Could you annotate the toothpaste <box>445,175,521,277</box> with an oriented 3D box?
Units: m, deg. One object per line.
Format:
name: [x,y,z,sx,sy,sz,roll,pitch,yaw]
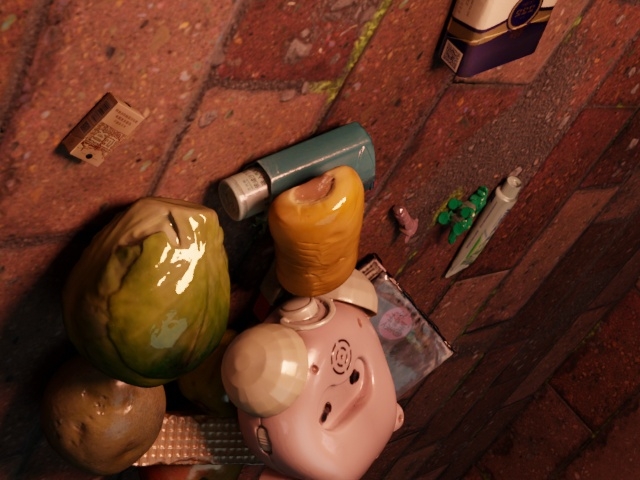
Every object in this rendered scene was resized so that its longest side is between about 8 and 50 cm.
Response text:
toothpaste: [0.341,-0.023,2.014,0.075,0.048,0.297,-23,153,-35]

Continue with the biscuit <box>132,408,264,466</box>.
biscuit: [-0.238,0.332,1.632,0.379,0.054,0.094,6,88,-27]

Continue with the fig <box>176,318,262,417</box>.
fig: [-0.147,0.209,1.631,0.186,0.142,0.148,-50,138,-11]

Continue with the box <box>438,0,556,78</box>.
box: [0.275,-0.363,1.373,0.168,0.071,0.259,-24,148,-29]

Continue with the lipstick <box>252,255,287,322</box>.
lipstick: [-0.050,0.027,1.578,0.051,0.051,0.312,-18,148,-43]

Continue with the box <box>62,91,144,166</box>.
box: [-0.250,-0.127,1.112,0.083,0.024,0.053,-46,153,9]

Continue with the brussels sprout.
brussels sprout: [-0.220,0.064,1.260,0.219,0.210,0.271,-12,127,-51]

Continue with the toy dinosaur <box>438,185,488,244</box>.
toy dinosaur: [0.282,-0.046,1.891,0.096,0.059,0.132,-12,135,-52]

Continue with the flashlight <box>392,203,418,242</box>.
flashlight: [0.152,-0.037,1.762,0.052,0.031,0.110,-61,152,-12]

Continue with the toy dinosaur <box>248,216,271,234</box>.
toy dinosaur: [-0.076,-0.035,1.481,0.083,0.021,0.062,-18,135,-29]

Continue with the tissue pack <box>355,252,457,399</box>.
tissue pack: [0.043,0.229,1.830,0.361,0.122,0.259,-39,121,2]

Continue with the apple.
apple: [-0.238,0.392,1.775,0.209,0.164,0.209,-21,140,-19]

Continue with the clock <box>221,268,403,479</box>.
clock: [-0.008,0.235,1.589,0.342,0.184,0.325,-45,126,-51]

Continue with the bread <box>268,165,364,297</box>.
bread: [0.000,0.000,1.399,0.142,0.091,0.305,-24,160,-9]

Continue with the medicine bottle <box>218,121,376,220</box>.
medicine bottle: [-0.025,-0.092,1.394,0.258,0.079,0.124,-24,154,-29]

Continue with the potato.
potato: [-0.325,0.260,1.452,0.178,0.160,0.235,9,126,-4]
